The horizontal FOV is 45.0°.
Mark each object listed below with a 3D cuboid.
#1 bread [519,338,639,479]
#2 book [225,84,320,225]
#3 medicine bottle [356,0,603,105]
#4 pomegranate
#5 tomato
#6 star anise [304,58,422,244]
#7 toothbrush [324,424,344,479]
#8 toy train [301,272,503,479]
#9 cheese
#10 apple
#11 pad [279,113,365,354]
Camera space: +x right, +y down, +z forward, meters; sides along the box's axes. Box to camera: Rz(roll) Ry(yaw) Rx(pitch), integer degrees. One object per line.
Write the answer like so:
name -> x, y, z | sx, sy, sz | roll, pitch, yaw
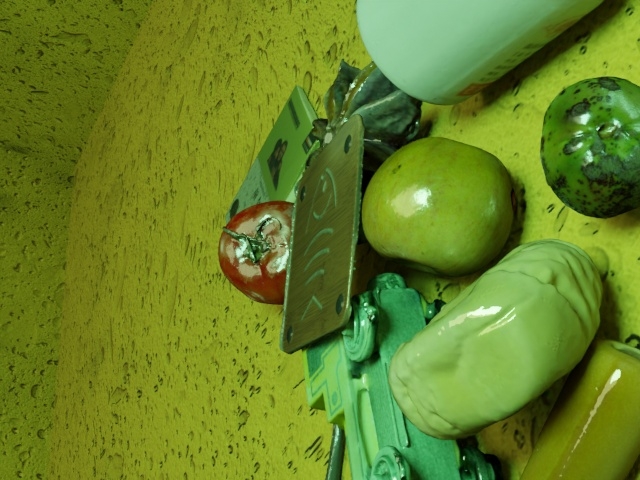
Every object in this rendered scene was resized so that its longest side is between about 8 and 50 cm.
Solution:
bread -> 0.240, 0.208, 0.727 | 0.092, 0.074, 0.239 | 39, 111, 54
book -> -0.099, -0.110, 1.538 | 0.352, 0.035, 0.239 | -60, 30, 27
medicine bottle -> 0.222, -0.327, 0.877 | 0.371, 0.211, 0.211 | -34, 48, 51
pomegranate -> 0.267, -0.087, 0.768 | 0.163, 0.126, 0.138 | -25, 68, 56
tomato -> -0.084, 0.025, 1.311 | 0.187, 0.151, 0.187 | -4, 75, 16
star anise -> 0.062, -0.137, 1.177 | 0.332, 0.118, 0.331 | -170, 90, -70
toothbrush -> 0.023, 0.311, 1.118 | 0.031, 0.030, 0.297 | -4, 72, 50
toy train -> 0.083, 0.228, 0.937 | 0.237, 0.150, 0.368 | 123, 148, -46
cheese -> 0.172, 0.092, 0.775 | 0.117, 0.214, 0.226 | 51, 130, 2
apple -> 0.141, -0.040, 0.926 | 0.182, 0.183, 0.155 | 7, 80, 62
pad -> 0.000, 0.000, 1.055 | 0.286, 0.018, 0.283 | 141, 137, -66
